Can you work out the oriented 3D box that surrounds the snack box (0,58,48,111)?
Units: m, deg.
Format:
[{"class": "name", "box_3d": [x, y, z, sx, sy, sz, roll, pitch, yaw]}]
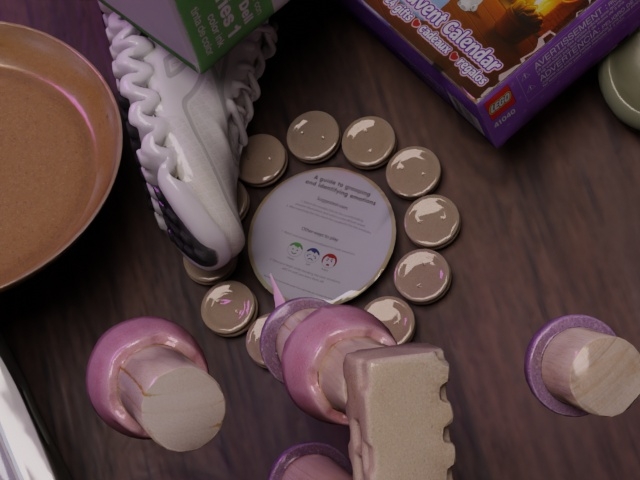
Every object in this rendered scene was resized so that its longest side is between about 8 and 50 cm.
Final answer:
[{"class": "snack box", "box_3d": [-0.250, -0.064, 1.298, 0.141, 0.037, 0.100, -9, 65, 10]}]

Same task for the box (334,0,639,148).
[{"class": "box", "box_3d": [0.095, -0.218, 1.238, 0.201, 0.057, 0.293, -41, 55, -5]}]

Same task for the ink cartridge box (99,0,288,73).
[{"class": "ink cartridge box", "box_3d": [-0.049, -0.268, 1.196, 0.278, 0.117, 0.201, -41, 55, -16]}]

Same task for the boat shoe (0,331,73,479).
[{"class": "boat shoe", "box_3d": [-0.226, 0.108, 1.198, 0.081, 0.079, 0.227, -28, 67, -3]}]

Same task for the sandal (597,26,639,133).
[{"class": "sandal", "box_3d": [0.319, -0.132, 1.153, 0.302, 0.086, 0.120, -15, 65, 8]}]

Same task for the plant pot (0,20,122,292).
[{"class": "plant pot", "box_3d": [-0.243, -0.046, 1.225, 0.236, 0.032, 0.236, -2, 53, 3]}]

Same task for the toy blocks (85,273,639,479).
[{"class": "toy blocks", "box_3d": [0.031, 0.169, 1.054, 0.308, 0.260, 0.289, -6, 95, -14]}]

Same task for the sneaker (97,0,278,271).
[{"class": "sneaker", "box_3d": [-0.080, -0.117, 1.241, 0.118, 0.110, 0.292, -12, 61, -4]}]

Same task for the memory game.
[{"class": "memory game", "box_3d": [0.000, 0.000, 1.222, 0.186, 0.012, 0.186, -6, 66, 13]}]
